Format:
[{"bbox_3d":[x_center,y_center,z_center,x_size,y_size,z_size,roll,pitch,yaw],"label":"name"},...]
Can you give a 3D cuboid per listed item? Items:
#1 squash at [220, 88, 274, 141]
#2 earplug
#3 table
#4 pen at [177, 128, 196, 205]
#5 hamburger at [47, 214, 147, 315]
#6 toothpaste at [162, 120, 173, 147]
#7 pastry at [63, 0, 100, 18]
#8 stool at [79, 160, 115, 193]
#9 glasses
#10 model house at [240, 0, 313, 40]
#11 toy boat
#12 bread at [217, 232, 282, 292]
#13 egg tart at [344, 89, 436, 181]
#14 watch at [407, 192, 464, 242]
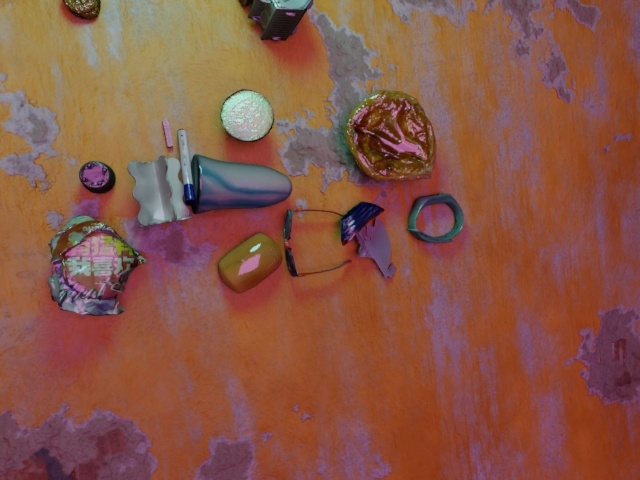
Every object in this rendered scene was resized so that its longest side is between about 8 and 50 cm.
[{"bbox_3d":[-0.244,-0.395,1.543,0.170,0.123,0.170,-1,93,-19],"label":"squash"},{"bbox_3d":[-0.243,-0.174,1.532,0.324,0.185,0.185,0,92,-24],"label":"earplug"},{"bbox_3d":[-0.488,-0.151,1.447,0.167,0.166,0.198,-12,96,-19],"label":"table"},{"bbox_3d":[-0.415,-0.231,1.473,0.033,0.033,0.269,-4,65,-19],"label":"pen"},{"bbox_3d":[-0.684,0.085,1.410,0.260,0.150,0.276,34,65,-35],"label":"hamburger"},{"bbox_3d":[-0.485,-0.338,1.515,0.020,0.017,0.083,-12,97,-21],"label":"toothpaste"},{"bbox_3d":[-0.702,-0.709,1.403,0.109,0.057,0.097,41,84,-14],"label":"pastry"},{"bbox_3d":[-0.660,-0.188,1.409,0.096,0.110,0.096,0,90,-17],"label":"stool"},{"bbox_3d":[0.000,0.000,1.651,0.268,0.118,0.234,-6,91,-20],"label":"glasses"},{"bbox_3d":[-0.137,-0.780,1.518,0.198,0.224,0.215,-30,98,-18],"label":"model house"},{"bbox_3d":[0.202,-0.014,1.746,0.318,0.072,0.219,35,70,-28],"label":"toy boat"},{"bbox_3d":[-0.230,0.075,1.584,0.217,0.098,0.147,-40,101,-15],"label":"bread"},{"bbox_3d":[0.244,-0.365,1.703,0.352,0.153,0.339,-13,96,-18],"label":"egg tart"},{"bbox_3d":[0.440,-0.083,1.835,0.237,0.068,0.195,-9,97,-23],"label":"watch"}]
